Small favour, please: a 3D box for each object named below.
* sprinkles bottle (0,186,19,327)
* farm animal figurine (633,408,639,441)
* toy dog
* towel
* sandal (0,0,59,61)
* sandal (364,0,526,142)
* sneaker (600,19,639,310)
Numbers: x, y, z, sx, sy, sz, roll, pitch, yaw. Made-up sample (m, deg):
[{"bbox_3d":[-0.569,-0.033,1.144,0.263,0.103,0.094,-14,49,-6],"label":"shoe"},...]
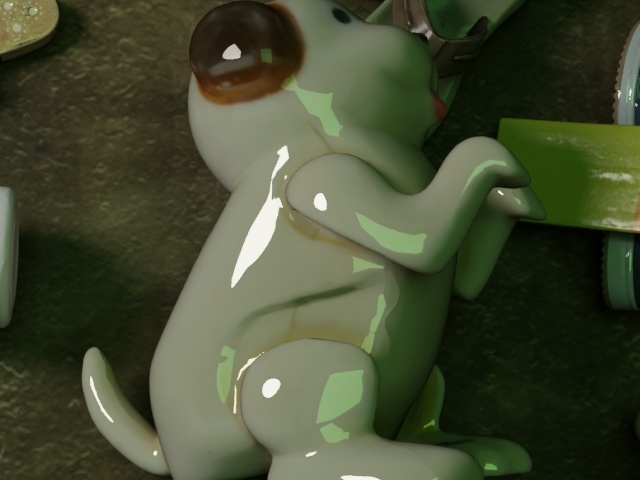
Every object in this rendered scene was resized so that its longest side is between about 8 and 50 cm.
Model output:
[{"bbox_3d":[-0.432,0.008,1.159,0.355,0.121,0.121,2,75,-9],"label":"sprinkles bottle"},{"bbox_3d":[0.345,0.206,1.194,0.172,0.330,0.327,18,101,-7],"label":"farm animal figurine"},{"bbox_3d":[0.000,0.000,1.172,0.395,0.284,0.408,-5,82,27],"label":"toy dog"},{"bbox_3d":[0.265,-0.056,1.273,0.237,0.021,0.102,7,78,31],"label":"towel"},{"bbox_3d":[-0.345,-0.174,1.244,0.240,0.079,0.088,-28,82,-15],"label":"sandal"},{"bbox_3d":[0.110,-0.207,1.324,0.120,0.086,0.303,36,79,2],"label":"sandal"},{"bbox_3d":[0.350,-0.071,1.295,0.153,0.099,0.282,2,78,28],"label":"sneaker"}]
